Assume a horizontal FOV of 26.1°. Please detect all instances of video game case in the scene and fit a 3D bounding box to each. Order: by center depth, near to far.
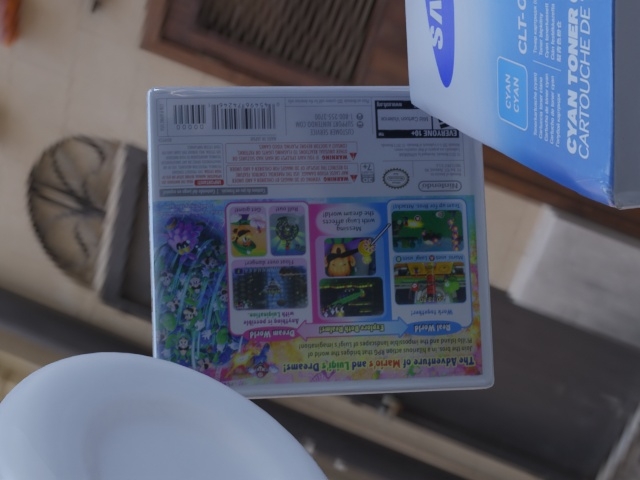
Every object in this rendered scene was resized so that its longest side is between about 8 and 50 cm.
[{"bbox_3d":[0.000,0.000,0.639,0.019,0.157,0.143,154,115,-78],"label":"video game case"}]

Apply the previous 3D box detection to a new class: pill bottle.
[{"bbox_3d":[-0.076,0.127,0.377,0.184,0.103,0.103,-56,2,26],"label":"pill bottle"}]

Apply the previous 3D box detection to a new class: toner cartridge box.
[{"bbox_3d":[0.085,-0.200,0.448,0.165,0.075,0.348,-138,40,-64],"label":"toner cartridge box"}]
